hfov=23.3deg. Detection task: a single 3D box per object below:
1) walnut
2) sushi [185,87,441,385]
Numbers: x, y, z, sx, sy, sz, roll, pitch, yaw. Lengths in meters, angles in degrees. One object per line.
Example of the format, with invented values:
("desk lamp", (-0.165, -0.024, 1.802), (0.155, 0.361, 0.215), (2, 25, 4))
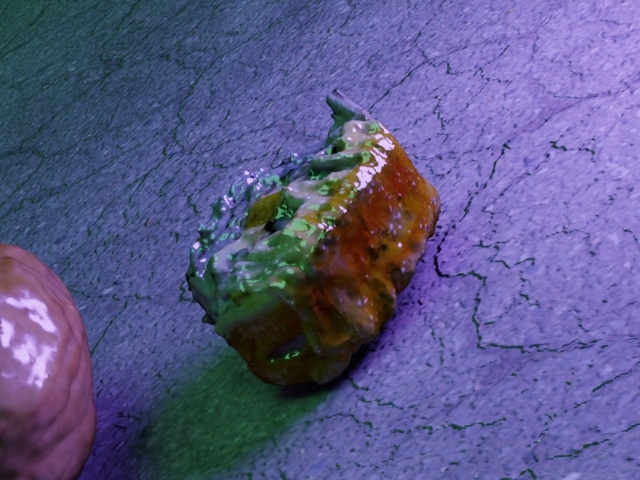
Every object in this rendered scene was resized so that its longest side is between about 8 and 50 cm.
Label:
("walnut", (-0.341, 0.143, 1.342), (0.306, 0.306, 0.344), (-34, 31, -2))
("sushi", (0.000, 0.000, 1.365), (0.184, 0.139, 0.274), (-4, 40, 49))
